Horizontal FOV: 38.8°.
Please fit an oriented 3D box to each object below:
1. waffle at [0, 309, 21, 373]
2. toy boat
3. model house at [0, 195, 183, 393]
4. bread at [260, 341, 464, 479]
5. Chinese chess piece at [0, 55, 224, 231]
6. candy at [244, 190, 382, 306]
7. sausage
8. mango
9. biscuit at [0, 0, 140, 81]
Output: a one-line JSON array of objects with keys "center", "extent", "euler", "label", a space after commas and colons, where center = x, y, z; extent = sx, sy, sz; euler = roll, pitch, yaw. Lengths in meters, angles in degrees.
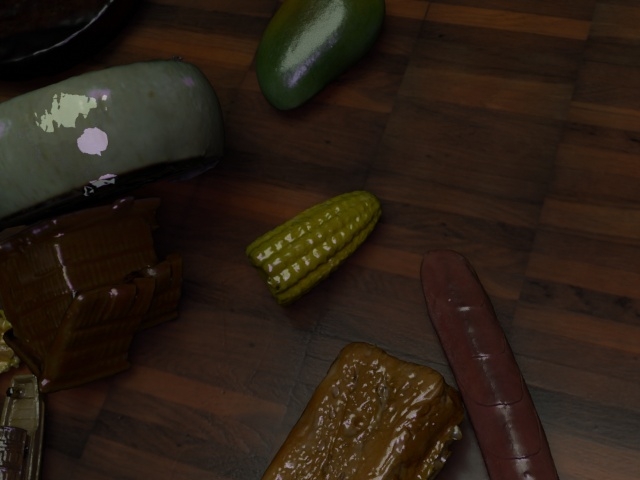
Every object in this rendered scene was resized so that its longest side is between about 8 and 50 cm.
[{"center": [-0.544, 0.214, 1.263], "extent": [0.281, 0.058, 0.301], "euler": [20, 69, 21], "label": "waffle"}, {"center": [-0.398, 0.282, 1.176], "extent": [0.068, 0.088, 0.226], "euler": [-6, 63, 11], "label": "toy boat"}, {"center": [-0.311, 0.075, 1.231], "extent": [0.219, 0.199, 0.229], "euler": [-19, 84, 46], "label": "model house"}, {"center": [0.018, 0.305, 1.045], "extent": [0.185, 0.109, 0.380], "euler": [22, 70, 37], "label": "bread"}, {"center": [-0.300, -0.124, 1.225], "extent": [0.349, 0.349, 0.147], "euler": [-17, 93, 4], "label": "Chinese chess piece"}, {"center": [0.000, 0.000, 1.226], "extent": [0.198, 0.094, 0.106], "euler": [-33, 25, -13], "label": "candy"}, {"center": [0.208, 0.187, 1.084], "extent": [0.087, 0.088, 0.433], "euler": [-19, 60, 3], "label": "sausage"}, {"center": [-0.005, -0.307, 1.381], "extent": [0.156, 0.114, 0.251], "euler": [38, 89, 17], "label": "mango"}, {"center": [-0.486, -0.444, 1.574], "extent": [0.407, 0.091, 0.408], "euler": [-5, 64, 11], "label": "biscuit"}]
